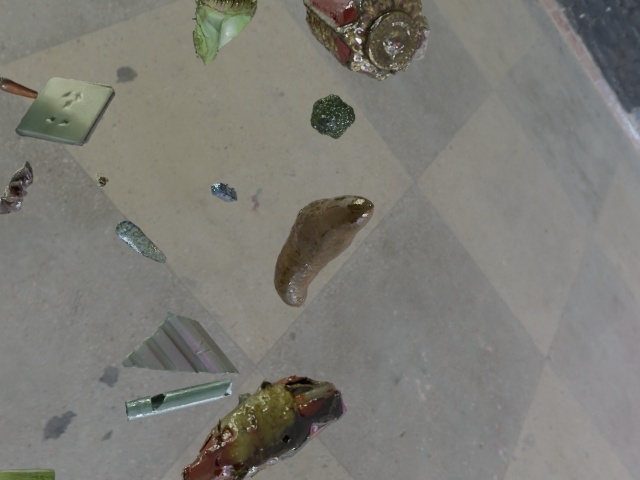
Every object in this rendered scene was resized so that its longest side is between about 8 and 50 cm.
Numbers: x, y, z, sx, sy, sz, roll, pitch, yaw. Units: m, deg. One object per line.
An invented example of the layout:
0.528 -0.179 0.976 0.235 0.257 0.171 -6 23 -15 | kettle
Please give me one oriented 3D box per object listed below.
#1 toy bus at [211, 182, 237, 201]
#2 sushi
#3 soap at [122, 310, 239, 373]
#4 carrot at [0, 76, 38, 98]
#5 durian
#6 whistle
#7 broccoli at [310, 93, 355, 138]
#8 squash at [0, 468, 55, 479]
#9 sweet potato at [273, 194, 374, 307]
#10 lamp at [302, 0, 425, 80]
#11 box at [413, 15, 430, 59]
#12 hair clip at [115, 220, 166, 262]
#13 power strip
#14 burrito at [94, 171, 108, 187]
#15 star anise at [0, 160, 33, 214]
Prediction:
-0.386 -0.192 1.974 0.153 0.061 0.051 35 47 -75 | toy bus
-0.074 0.235 0.618 0.226 0.103 0.097 -18 71 -38 | sushi
-0.477 0.430 1.681 0.258 0.159 0.302 -43 76 -4 | soap
-0.721 -0.361 1.164 0.093 0.032 0.032 6 66 -68 | carrot
-0.261 -0.526 1.124 0.163 0.394 0.198 38 98 -17 | durian
-0.417 0.474 1.465 0.312 0.062 0.062 -6 76 -25 | whistle
0.035 -0.422 1.674 0.146 0.162 0.138 46 35 -9 | broccoli
-0.629 0.546 0.998 0.123 0.170 0.170 32 56 -32 | squash
-0.001 -0.002 0.799 0.092 0.341 0.114 2 61 -24 | sweet potato
0.074 -0.407 0.889 0.177 0.177 0.274 10 36 -33 | lamp
0.250 -0.522 1.265 0.045 0.098 0.062 -7 63 -4 | box
-0.580 0.014 1.610 0.066 0.036 0.229 -47 137 -10 | hair clip
-0.673 -0.336 1.314 0.198 0.064 0.213 12 61 7 | power strip
-0.814 -0.224 1.812 0.045 0.185 0.041 34 85 -27 | burrito
-0.936 -0.154 1.509 0.065 0.195 0.182 30 102 -21 | star anise
